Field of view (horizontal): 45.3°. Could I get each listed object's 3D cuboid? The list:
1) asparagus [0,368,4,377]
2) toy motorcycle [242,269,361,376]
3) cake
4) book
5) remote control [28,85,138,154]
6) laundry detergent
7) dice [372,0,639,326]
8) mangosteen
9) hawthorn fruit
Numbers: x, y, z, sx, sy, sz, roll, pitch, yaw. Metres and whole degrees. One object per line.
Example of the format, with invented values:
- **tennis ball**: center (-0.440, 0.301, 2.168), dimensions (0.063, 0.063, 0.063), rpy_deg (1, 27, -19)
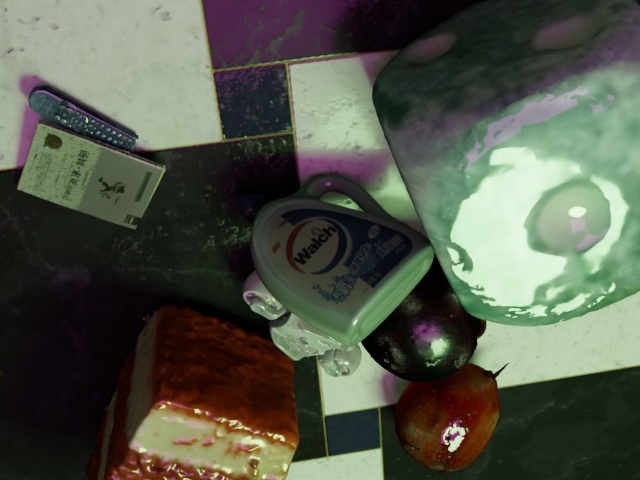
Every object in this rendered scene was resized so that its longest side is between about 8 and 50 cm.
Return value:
- **asparagus**: center (-0.632, 0.173, 1.174), dimensions (0.287, 0.080, 0.080), rpy_deg (15, 116, -14)
- **toy motorcycle**: center (-0.016, 0.131, 1.217), dimensions (0.112, 0.112, 0.254), rpy_deg (-38, 119, 13)
- **cake**: center (-0.197, 0.308, 1.204), dimensions (0.269, 0.269, 0.320), rpy_deg (19, 116, -18)
- **book**: center (-0.328, -0.090, 1.094), dimensions (0.181, 0.014, 0.127), rpy_deg (20, 125, -20)
- **remote control**: center (-0.328, -0.165, 1.058), dimensions (0.152, 0.027, 0.043), rpy_deg (31, 106, -24)
- **laundry detergent**: center (0.000, 0.000, 1.101), dimensions (0.215, 0.280, 0.105), rpy_deg (-43, 154, -20)
- **dice**: center (0.273, -0.119, 1.006), dimensions (0.330, 0.348, 0.328), rpy_deg (-22, 120, 10)
- **mangosteen**: center (0.175, 0.104, 1.204), dimensions (0.250, 0.211, 0.211), rpy_deg (-34, 123, -21)
- **hawthorn fruit**: center (0.234, 0.286, 1.332), dimensions (0.235, 0.181, 0.181), rpy_deg (-47, 117, -3)
